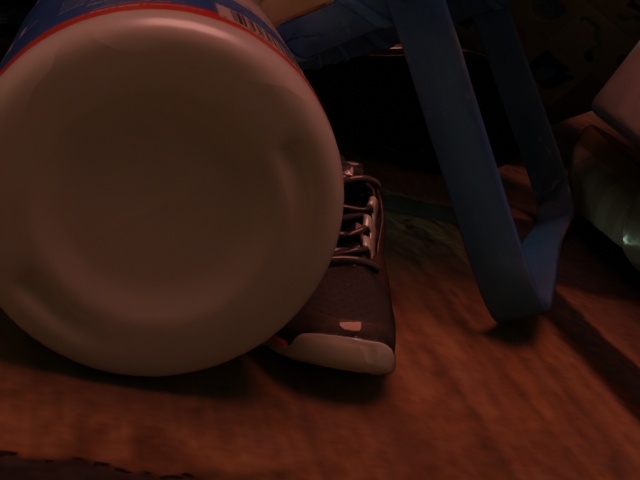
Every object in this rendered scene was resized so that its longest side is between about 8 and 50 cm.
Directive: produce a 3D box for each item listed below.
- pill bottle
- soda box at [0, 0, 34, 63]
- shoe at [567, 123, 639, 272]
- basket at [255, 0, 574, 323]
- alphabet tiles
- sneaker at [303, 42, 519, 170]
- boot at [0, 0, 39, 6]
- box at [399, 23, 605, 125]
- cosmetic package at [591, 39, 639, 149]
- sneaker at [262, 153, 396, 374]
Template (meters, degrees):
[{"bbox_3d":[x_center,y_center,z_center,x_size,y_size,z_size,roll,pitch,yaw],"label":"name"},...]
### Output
[{"bbox_3d":[-0.067,-0.048,0.450,0.124,0.124,0.221,12,18,-13],"label":"pill bottle"},{"bbox_3d":[-0.177,-0.085,0.567,0.053,0.060,0.169,19,17,3],"label":"soda box"},{"bbox_3d":[0.209,-0.002,0.679,0.076,0.058,0.219,30,15,-27],"label":"shoe"},{"bbox_3d":[0.073,-0.120,0.591,0.201,0.289,0.255,-14,11,17],"label":"basket"},{"bbox_3d":[0.157,-0.190,0.717,0.237,0.198,0.009,34,43,-15],"label":"alphabet tiles"},{"bbox_3d":[0.034,-0.107,0.778,0.234,0.084,0.097,9,17,-24],"label":"sneaker"},{"bbox_3d":[-0.094,-0.194,0.694,0.260,0.131,0.348,35,22,-36],"label":"boot"},{"bbox_3d":[0.164,-0.251,0.976,0.312,0.179,0.343,-20,30,-16],"label":"box"},{"bbox_3d":[0.325,-0.009,0.511,0.230,0.161,0.453,31,15,-18],"label":"cosmetic package"},{"bbox_3d":[0.000,0.000,0.460,0.061,0.065,0.158,11,18,-14],"label":"sneaker"}]
